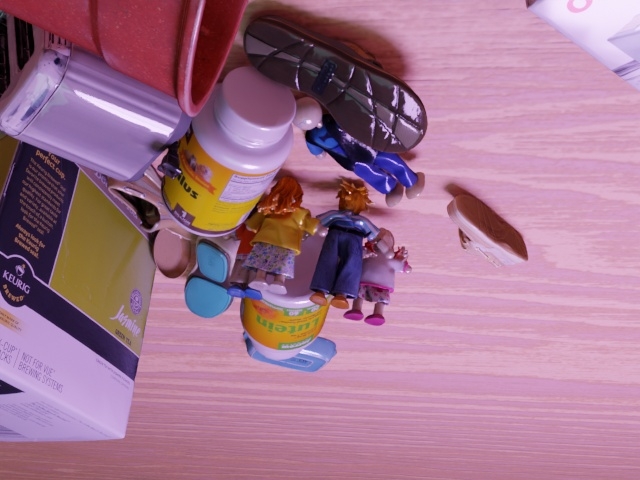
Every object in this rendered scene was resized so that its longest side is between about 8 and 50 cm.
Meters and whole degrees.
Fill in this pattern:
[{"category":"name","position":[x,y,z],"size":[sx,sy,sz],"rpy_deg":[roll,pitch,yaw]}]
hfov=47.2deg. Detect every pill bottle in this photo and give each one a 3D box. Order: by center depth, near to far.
[{"category":"pill bottle","position":[-0.106,-0.100,0.849],"size":[0.117,0.117,0.215],"rpy_deg":[17,145,-18]},{"category":"pill bottle","position":[-0.053,0.089,1.119],"size":[0.136,0.137,0.246],"rpy_deg":[8,148,-4]}]

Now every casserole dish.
[{"category":"casserole dish","position":[-0.059,0.213,1.408],"size":[0.188,0.037,0.114],"rpy_deg":[16,147,-17]}]

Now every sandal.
[{"category":"sandal","position":[0.022,-0.173,0.779],"size":[0.219,0.060,0.090],"rpy_deg":[28,138,-8]}]

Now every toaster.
[{"category":"toaster","position":[-0.213,-0.155,0.669],"size":[0.129,0.227,0.146],"rpy_deg":[-38,143,30]}]

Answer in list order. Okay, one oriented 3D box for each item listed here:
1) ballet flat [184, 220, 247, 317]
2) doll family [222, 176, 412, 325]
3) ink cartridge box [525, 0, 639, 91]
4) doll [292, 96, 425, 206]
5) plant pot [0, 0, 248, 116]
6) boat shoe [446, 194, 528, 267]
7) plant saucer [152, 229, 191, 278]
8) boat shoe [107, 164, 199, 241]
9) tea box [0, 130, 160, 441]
[{"category":"ballet flat","position":[-0.151,0.040,1.110],"size":[0.086,0.086,0.248],"rpy_deg":[13,150,-11]},{"category":"doll family","position":[0.000,0.000,0.954],"size":[0.262,0.163,0.118],"rpy_deg":[12,157,-1]},{"category":"ink cartridge box","position":[0.335,-0.217,0.595],"size":[0.289,0.122,0.211],"rpy_deg":[24,143,-25]},{"category":"doll","position":[0.042,-0.112,0.874],"size":[0.189,0.046,0.129],"rpy_deg":[33,148,-26]},{"category":"plant pot","position":[-0.172,-0.258,0.503],"size":[0.264,0.273,0.272],"rpy_deg":[19,146,-6]},{"category":"boat shoe","position":[0.218,-0.004,1.001],"size":[0.059,0.063,0.170],"rpy_deg":[-29,135,33]},{"category":"plant saucer","position":[-0.222,0.015,1.082],"size":[0.015,0.084,0.083],"rpy_deg":[0,149,29]},{"category":"boat shoe","position":[-0.226,-0.040,1.002],"size":[0.068,0.072,0.190],"rpy_deg":[-16,142,29]},{"category":"tea box","position":[-0.389,0.051,0.927],"size":[0.219,0.324,0.329],"rpy_deg":[-5,148,16]}]
